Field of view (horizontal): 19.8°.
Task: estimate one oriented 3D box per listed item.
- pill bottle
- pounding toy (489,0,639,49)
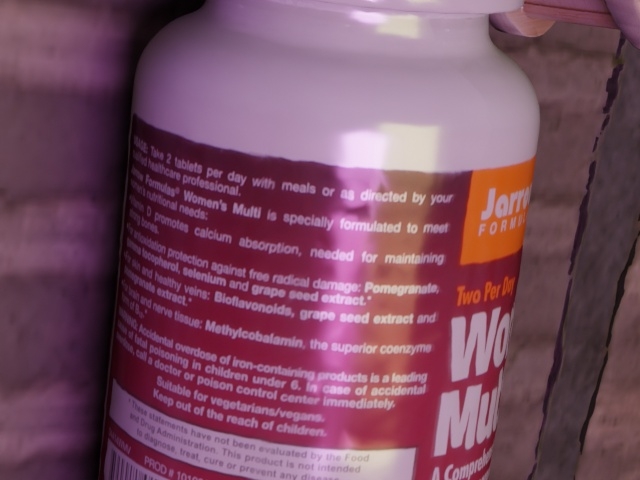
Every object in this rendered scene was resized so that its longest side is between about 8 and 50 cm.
[{"bbox_3d":[0.000,0.000,0.548,0.121,0.121,0.221,-5,109,-41],"label":"pill bottle"},{"bbox_3d":[0.151,-0.133,0.611,0.269,0.155,0.154,6,96,-43],"label":"pounding toy"}]
